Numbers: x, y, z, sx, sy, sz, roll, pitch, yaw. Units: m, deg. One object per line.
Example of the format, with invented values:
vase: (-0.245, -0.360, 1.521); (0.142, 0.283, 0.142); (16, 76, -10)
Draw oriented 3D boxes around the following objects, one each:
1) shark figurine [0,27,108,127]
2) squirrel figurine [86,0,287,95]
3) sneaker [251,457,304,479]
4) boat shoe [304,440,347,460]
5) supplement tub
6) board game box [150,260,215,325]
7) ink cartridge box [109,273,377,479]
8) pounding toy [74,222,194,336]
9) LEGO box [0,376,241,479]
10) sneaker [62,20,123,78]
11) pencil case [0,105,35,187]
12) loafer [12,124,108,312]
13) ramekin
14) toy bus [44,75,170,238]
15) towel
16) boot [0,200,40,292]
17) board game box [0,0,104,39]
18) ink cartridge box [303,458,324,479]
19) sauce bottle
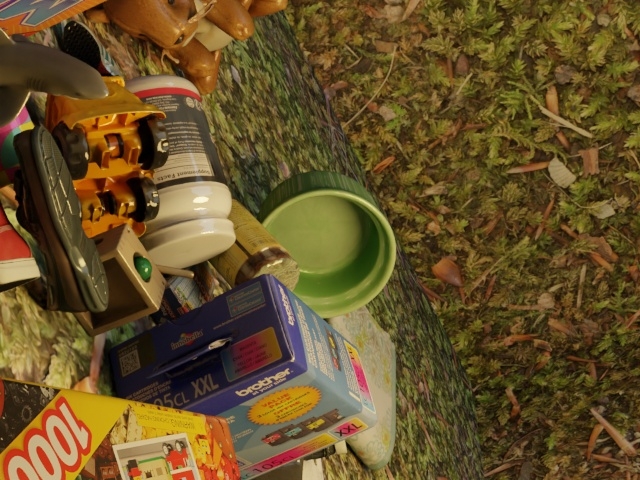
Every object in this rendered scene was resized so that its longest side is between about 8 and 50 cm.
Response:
shark figurine: (-0.403, -0.194, 1.155); (0.166, 0.278, 0.116); (58, -20, 29)
squirrel figurine: (-0.309, -0.488, 1.927); (0.397, 0.281, 0.370); (55, 25, 4)
sneaker: (-0.072, 0.290, 1.719); (0.122, 0.146, 0.330); (20, 42, -38)
boat shoe: (-0.026, 0.266, 1.900); (0.114, 0.091, 0.302); (81, -5, -49)
supplement tub: (-0.250, -0.104, 1.599); (0.191, 0.191, 0.272); (24, 47, -70)
board game box: (-0.209, 0.112, 1.700); (0.194, 0.060, 0.194); (61, 17, -25)
ink cartridge box: (-0.117, 0.205, 1.483); (0.395, 0.270, 0.151); (47, 21, -54)
pounding toy: (-0.271, 0.049, 1.407); (0.100, 0.141, 0.130); (-87, 152, -59)
LEGO box: (-0.237, 0.356, 0.994); (0.500, 0.193, 0.372); (33, 37, -65)
sneaker: (-0.382, -0.302, 1.710); (0.161, 0.057, 0.075); (57, 2, -32)
pencil case: (-0.422, -0.174, 1.278); (0.104, 0.104, 0.236); (-65, 132, -70)
loafer: (-0.336, -0.013, 1.252); (0.096, 0.084, 0.267); (-97, 175, -55)
ramekin: (0.000, 0.000, 2.159); (0.303, 0.303, 0.148); (60, 9, -28)
toy bus: (-0.330, -0.128, 1.440); (0.211, 0.149, 0.220); (45, -45, 38)
towel: (0.072, 0.293, 2.348); (0.320, 0.090, 0.374); (52, 28, -37)
boot: (-0.412, -0.021, 1.131); (0.244, 0.088, 0.176); (-21, 89, -83)
board game box: (-0.406, -0.495, 1.265); (0.356, 0.356, 0.356); (-4, 74, -75)
ink cartridge box: (-0.060, 0.370, 1.892); (0.208, 0.045, 0.206); (51, 22, -44)
sauce bottle: (-0.165, -0.020, 1.724); (0.344, 0.111, 0.111); (47, -2, 40)
